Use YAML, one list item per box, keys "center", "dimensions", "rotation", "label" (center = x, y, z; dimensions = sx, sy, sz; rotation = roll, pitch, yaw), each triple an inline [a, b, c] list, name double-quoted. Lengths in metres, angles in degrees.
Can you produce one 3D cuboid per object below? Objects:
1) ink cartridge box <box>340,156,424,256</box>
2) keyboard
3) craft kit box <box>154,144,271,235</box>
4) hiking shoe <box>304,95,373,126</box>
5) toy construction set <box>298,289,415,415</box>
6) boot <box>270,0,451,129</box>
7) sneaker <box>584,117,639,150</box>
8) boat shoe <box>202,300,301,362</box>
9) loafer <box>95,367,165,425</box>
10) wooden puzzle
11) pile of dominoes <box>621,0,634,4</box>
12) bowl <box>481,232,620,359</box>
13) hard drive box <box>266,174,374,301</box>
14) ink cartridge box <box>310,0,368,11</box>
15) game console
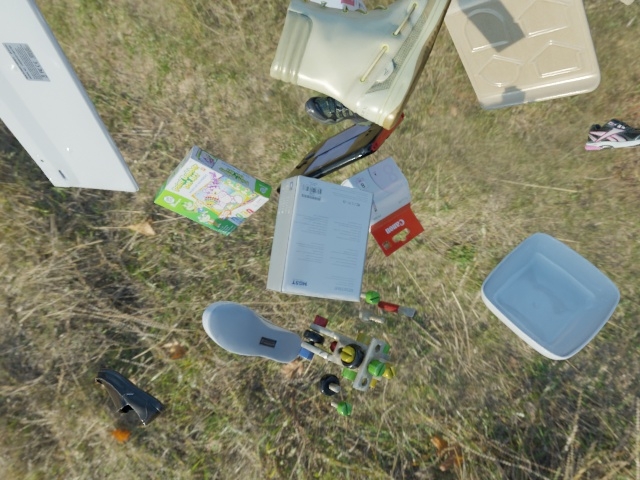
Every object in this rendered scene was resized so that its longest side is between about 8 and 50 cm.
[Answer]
- center: [0.187, -0.099, 1.425]
  dimensions: [0.189, 0.066, 0.232]
  rotation: [-31, 82, -36]
  label: "ink cartridge box"
- center: [-0.191, -0.112, 0.320]
  dimensions: [0.072, 0.256, 0.014]
  rotation: [1, 58, 4]
  label: "keyboard"
- center: [-0.310, -0.133, 1.477]
  dimensions: [0.247, 0.060, 0.250]
  rotation: [29, 139, -25]
  label: "craft kit box"
- center: [0.069, -0.379, 1.410]
  dimensions: [0.227, 0.114, 0.086]
  rotation: [-4, 64, -28]
  label: "hiking shoe"
- center: [0.131, 0.269, 1.294]
  dimensions: [0.309, 0.237, 0.257]
  rotation: [-46, 116, -22]
  label: "toy construction set"
- center: [0.062, -0.308, 0.715]
  dimensions: [0.204, 0.095, 0.261]
  rotation: [24, 90, 5]
  label: "boot"
- center: [0.746, -0.269, 1.289]
  dimensions: [0.072, 0.178, 0.077]
  rotation: [-8, 98, -33]
  label: "sneaker"
- center: [-0.222, 0.253, 1.510]
  dimensions: [0.157, 0.367, 0.135]
  rotation: [16, 81, 45]
  label: "boat shoe"
- center: [-0.519, 0.414, 1.365]
  dimensions: [0.220, 0.080, 0.078]
  rotation: [25, 60, 16]
  label: "loafer"
- center: [0.520, -0.522, 1.331]
  dimensions: [0.322, 0.080, 0.347]
  rotation: [-2, 136, 41]
  label: "wooden puzzle"
- center: [0.278, -0.348, 0.577]
  dimensions: [0.196, 0.251, 0.040]
  rotation: [42, 141, -4]
  label: "pile of dominoes"
- center: [0.296, 0.076, 0.679]
  dimensions: [0.142, 0.053, 0.142]
  rotation: [-40, 66, -16]
  label: "bowl"
- center: [0.000, 0.000, 1.062]
  dimensions: [0.181, 0.089, 0.231]
  rotation: [11, 84, -26]
  label: "hard drive box"
- center: [0.079, -0.588, 1.501]
  dimensions: [0.117, 0.283, 0.207]
  rotation: [-7, 71, 28]
  label: "ink cartridge box"
- center: [0.066, -0.291, 1.632]
  dimensions: [0.387, 0.342, 0.060]
  rotation: [-21, 109, 37]
  label: "game console"
